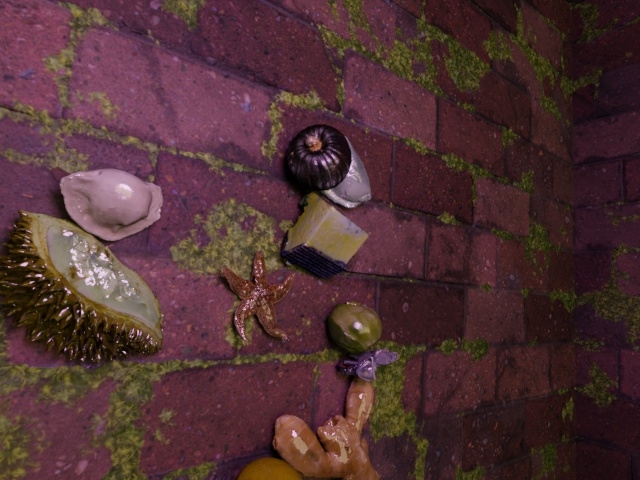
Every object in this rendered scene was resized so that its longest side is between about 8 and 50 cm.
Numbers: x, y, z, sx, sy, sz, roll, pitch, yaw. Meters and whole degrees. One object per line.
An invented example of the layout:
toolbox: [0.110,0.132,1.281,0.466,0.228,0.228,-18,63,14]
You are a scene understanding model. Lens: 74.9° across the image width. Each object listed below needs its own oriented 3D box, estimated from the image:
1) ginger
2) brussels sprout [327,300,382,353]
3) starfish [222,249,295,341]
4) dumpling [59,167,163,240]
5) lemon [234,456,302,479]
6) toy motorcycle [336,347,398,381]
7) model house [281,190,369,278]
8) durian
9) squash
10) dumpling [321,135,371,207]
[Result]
ginger: [0.051,0.608,1.188,0.363,0.122,0.348,-13,86,-47]
brussels sprout: [0.109,0.264,1.248,0.183,0.145,0.131,15,104,-31]
starfish: [-0.154,0.144,1.097,0.277,0.062,0.236,52,58,-20]
dumpling: [-0.432,-0.072,0.874,0.181,0.111,0.155,7,103,-15]
lemon: [-0.124,0.632,1.014,0.184,0.184,0.248,-57,135,-25]
toy motorcycle: [0.156,0.371,1.281,0.215,0.122,0.080,-6,95,-38]
model house: [0.000,0.000,1.203,0.194,0.170,0.211,32,96,-39]
durian: [-0.477,0.120,0.848,0.394,0.163,0.198,47,22,-30]
squash: [-0.003,-0.232,1.168,0.193,0.193,0.156,-32,147,-34]
dumpling: [0.073,-0.202,1.267,0.149,0.104,0.217,-25,102,-36]
